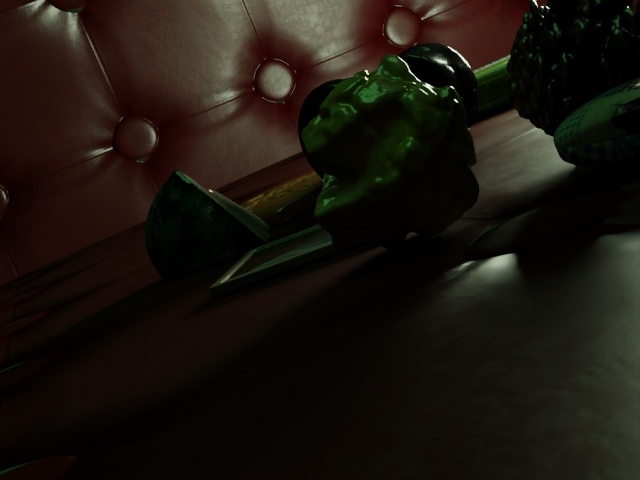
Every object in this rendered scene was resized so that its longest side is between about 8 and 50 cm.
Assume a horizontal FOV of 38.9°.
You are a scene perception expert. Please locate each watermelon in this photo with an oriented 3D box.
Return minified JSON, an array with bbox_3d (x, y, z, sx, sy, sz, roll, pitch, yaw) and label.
[{"bbox_3d":[-0.164,0.010,1.377,0.202,0.136,0.207,14,-45,-32],"label":"watermelon"}]

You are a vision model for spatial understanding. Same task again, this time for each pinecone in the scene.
[{"bbox_3d":[0.308,-0.191,0.982,0.205,0.184,0.179,3,2,5],"label":"pinecone"}]

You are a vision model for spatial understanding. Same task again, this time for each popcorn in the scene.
[{"bbox_3d":[0.069,-0.091,0.916,0.167,0.187,0.185,-14,19,11],"label":"popcorn"}]

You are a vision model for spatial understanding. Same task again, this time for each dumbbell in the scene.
[{"bbox_3d":[0.119,-0.211,1.519,0.185,0.185,0.388,-13,14,47],"label":"dumbbell"}]

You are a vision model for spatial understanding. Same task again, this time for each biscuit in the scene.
[{"bbox_3d":[-0.056,-0.075,1.584,0.284,0.043,0.306,-22,9,6],"label":"biscuit"}]

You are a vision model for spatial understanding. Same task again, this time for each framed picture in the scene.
[{"bbox_3d":[0.000,0.000,1.105,0.250,0.016,0.184,-21,9,17],"label":"framed picture"}]

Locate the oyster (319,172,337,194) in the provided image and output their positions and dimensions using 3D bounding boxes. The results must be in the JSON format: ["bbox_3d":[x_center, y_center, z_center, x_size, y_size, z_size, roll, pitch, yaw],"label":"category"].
[{"bbox_3d":[0.089,-0.100,1.300,0.209,0.072,0.133,-22,12,-6],"label":"oyster"}]

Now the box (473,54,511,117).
[{"bbox_3d":[0.287,-0.286,1.798,0.345,0.097,0.134,-22,8,5],"label":"box"}]

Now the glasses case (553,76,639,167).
[{"bbox_3d":[0.347,-0.121,0.763,0.125,0.076,0.327,-28,11,-38],"label":"glasses case"}]
